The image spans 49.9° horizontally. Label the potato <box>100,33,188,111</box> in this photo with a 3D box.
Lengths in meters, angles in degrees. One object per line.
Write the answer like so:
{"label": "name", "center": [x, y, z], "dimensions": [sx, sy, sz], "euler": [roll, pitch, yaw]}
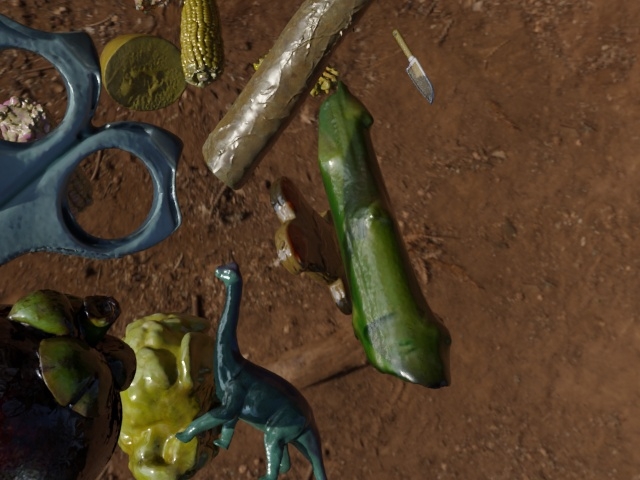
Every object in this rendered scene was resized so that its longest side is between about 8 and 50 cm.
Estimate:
{"label": "potato", "center": [-0.431, -0.407, 1.610], "dimensions": [0.204, 0.158, 0.178], "euler": [-25, 130, -24]}

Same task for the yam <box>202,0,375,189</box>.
{"label": "yam", "center": [-0.022, -0.217, 0.818], "dimensions": [0.081, 0.081, 0.356], "euler": [34, 108, -20]}

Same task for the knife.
{"label": "knife", "center": [0.255, -0.476, 1.884], "dimensions": [0.022, 0.256, 0.046], "euler": [-2, 149, -43]}

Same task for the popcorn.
{"label": "popcorn", "center": [-0.325, 0.319, 1.417], "dimensions": [0.294, 0.292, 0.333], "euler": [-13, 93, 21]}

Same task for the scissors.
{"label": "scissors", "center": [-0.231, 0.009, 0.416], "dimensions": [0.191, 0.029, 0.360], "euler": [52, 54, -22]}

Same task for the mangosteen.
{"label": "mangosteen", "center": [-0.395, 0.200, 0.893], "dimensions": [0.301, 0.300, 0.300], "euler": [-4, 108, -11]}

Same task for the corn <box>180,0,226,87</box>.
{"label": "corn", "center": [-0.250, -0.434, 1.444], "dimensions": [0.091, 0.260, 0.091], "euler": [-8, 151, -3]}

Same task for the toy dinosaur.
{"label": "toy dinosaur", "center": [-0.074, 0.257, 1.253], "dimensions": [0.384, 0.129, 0.330], "euler": [24, 88, -3]}

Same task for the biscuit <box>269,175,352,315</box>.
{"label": "biscuit", "center": [0.000, 0.000, 1.977], "dimensions": [0.076, 0.368, 0.394], "euler": [-28, 136, 22]}

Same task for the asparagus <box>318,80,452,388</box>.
{"label": "asparagus", "center": [0.051, -0.007, 0.702], "dimensions": [0.082, 0.085, 0.342], "euler": [-10, 67, -17]}

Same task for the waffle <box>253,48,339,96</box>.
{"label": "waffle", "center": [-0.048, -0.358, 1.459], "dimensions": [0.191, 0.191, 0.038], "euler": [-2, 131, -11]}

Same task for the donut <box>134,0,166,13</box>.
{"label": "donut", "center": [-0.371, -0.604, 1.419], "dimensions": [0.085, 0.199, 0.232], "euler": [-15, 140, -12]}

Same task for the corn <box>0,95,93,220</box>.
{"label": "corn", "center": [-0.554, -0.160, 1.395], "dimensions": [0.127, 0.126, 0.335], "euler": [-9, 149, -9]}
